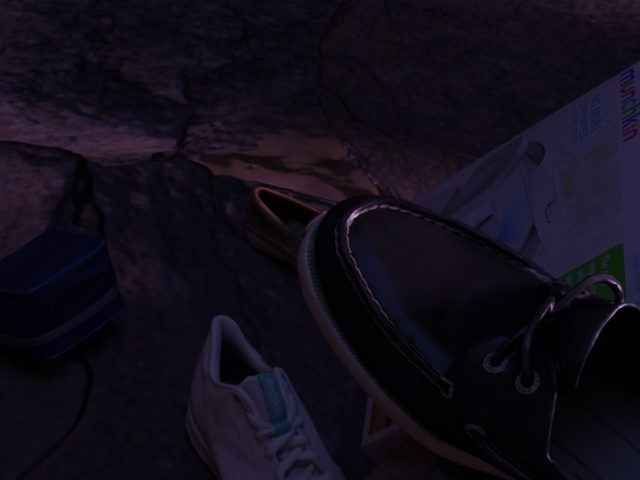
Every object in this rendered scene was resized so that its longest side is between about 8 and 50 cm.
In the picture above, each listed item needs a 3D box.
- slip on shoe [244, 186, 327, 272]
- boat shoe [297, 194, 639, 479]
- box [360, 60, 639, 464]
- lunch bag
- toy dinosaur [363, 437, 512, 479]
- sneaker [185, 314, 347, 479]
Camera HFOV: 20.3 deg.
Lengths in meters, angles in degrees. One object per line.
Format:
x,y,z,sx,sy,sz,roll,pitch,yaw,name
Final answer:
0.000,0.000,1.320,0.135,0.041,0.051,28,42,32,slip on shoe
0.135,0.077,0.875,0.127,0.113,0.340,-36,73,-32,boat shoe
0.163,0.038,1.109,0.231,0.127,0.262,-31,25,26,box
-0.184,0.039,1.234,0.067,0.065,0.098,11,34,39,lunch bag
0.066,0.169,0.927,0.313,0.160,0.121,-44,7,2,toy dinosaur
-0.028,0.127,1.089,0.080,0.094,0.212,-15,38,-25,sneaker
